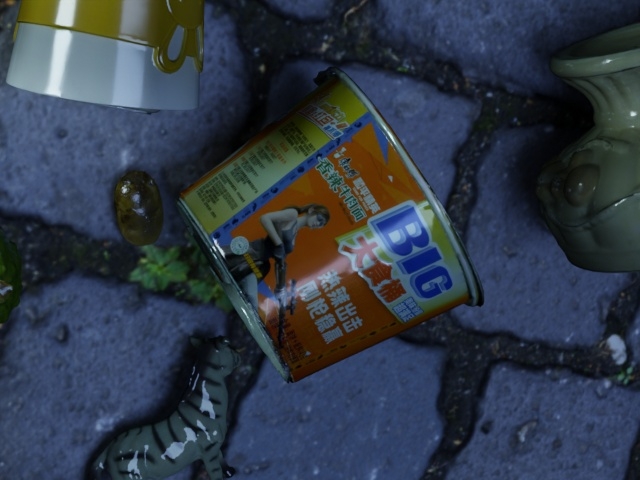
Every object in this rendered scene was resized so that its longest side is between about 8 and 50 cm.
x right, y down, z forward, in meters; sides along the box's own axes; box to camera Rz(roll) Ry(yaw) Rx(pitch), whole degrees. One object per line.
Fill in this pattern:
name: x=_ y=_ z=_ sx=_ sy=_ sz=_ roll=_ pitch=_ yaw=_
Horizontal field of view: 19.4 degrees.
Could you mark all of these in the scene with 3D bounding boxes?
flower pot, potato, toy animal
flower pot: x=0.382 y=-0.118 z=2.105 sx=0.307 sy=0.307 sz=0.244 roll=-19 pitch=101 yaw=-24
potato: x=-0.187 y=-0.033 z=1.930 sx=0.051 sy=0.040 sz=0.083 roll=-18 pitch=115 yaw=-18
toy animal: x=-0.160 y=0.212 z=2.023 sx=0.217 sy=0.073 sz=0.176 roll=-26 pitch=114 yaw=-15

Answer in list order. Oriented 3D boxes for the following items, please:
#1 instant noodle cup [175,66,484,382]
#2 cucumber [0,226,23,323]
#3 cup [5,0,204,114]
instant noodle cup: x=0.000 y=0.000 z=1.904 sx=0.214 sy=0.296 sz=0.296 roll=-32 pitch=122 yaw=-6
cucumber: x=-0.338 y=0.026 z=1.744 sx=0.134 sy=0.244 sz=0.134 roll=-7 pitch=105 yaw=-28
cup: x=-0.183 y=-0.238 z=1.794 sx=0.241 sy=0.185 sz=0.226 roll=-14 pitch=114 yaw=-64
